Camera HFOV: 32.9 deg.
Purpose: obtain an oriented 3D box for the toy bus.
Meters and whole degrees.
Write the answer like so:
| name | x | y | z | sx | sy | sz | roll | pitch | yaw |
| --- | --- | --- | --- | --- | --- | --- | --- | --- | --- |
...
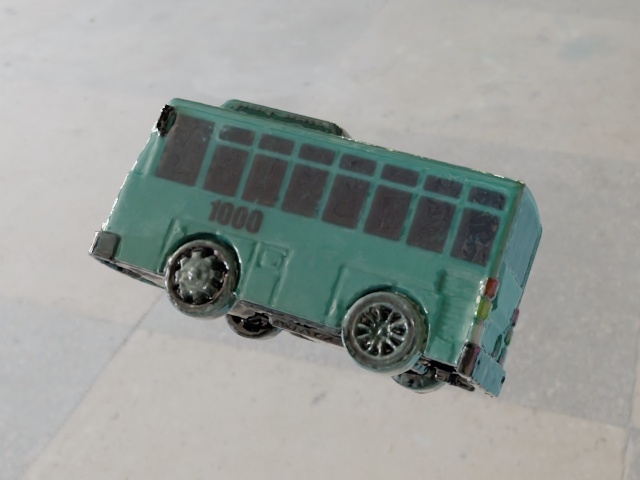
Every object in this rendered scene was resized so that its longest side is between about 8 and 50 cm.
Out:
| name | x | y | z | sx | sy | sz | roll | pitch | yaw |
| --- | --- | --- | --- | --- | --- | --- | --- | --- | --- |
| toy bus | 0.000 | 0.000 | 0.429 | 0.160 | 0.079 | 0.091 | 15 | 81 | 21 |
